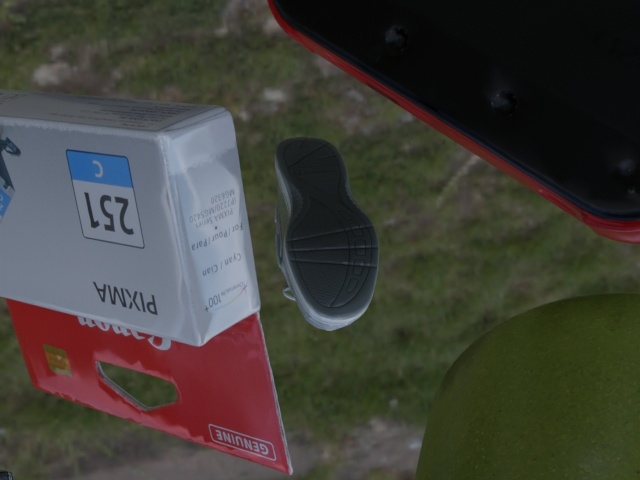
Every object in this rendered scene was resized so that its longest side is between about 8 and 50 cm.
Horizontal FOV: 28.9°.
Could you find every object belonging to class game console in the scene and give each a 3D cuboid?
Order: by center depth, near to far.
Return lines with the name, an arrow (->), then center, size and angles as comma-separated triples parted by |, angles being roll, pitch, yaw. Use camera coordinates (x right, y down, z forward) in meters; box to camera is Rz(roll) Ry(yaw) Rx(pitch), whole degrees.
game console -> 0.164, -0.220, 0.833 | 0.342, 0.386, 0.060 | -59, 153, 10

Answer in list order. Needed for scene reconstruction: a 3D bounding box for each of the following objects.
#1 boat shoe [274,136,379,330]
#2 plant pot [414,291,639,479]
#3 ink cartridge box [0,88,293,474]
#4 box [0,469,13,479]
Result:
boat shoe -> -0.003, -0.001, 1.568 | 0.118, 0.320, 0.103 | -3, 133, -13
plant pot -> 0.143, 0.220, 0.617 | 0.274, 0.293, 0.275 | 12, 126, 17
ink cartridge box -> -0.164, 0.030, 0.862 | 0.296, 0.261, 0.066 | 9, -153, 40
box -> -0.294, 0.231, 0.668 | 0.261, 0.184, 0.103 | -4, 176, -20
